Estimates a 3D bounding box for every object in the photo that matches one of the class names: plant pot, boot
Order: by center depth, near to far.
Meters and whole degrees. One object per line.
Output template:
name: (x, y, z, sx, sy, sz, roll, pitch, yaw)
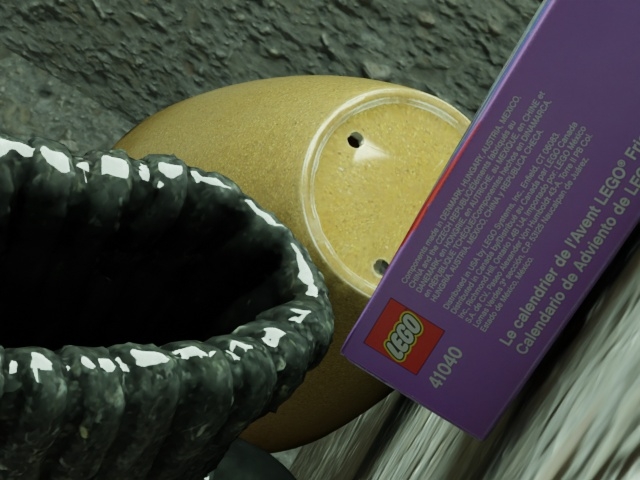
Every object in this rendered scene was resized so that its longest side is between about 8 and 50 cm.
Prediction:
boot: (-0.069, 0.080, 0.609, 0.348, 0.131, 0.260, -22, -38, -57)
plant pot: (0.000, 0.000, 1.028, 0.237, 0.237, 0.254, -58, 14, -20)

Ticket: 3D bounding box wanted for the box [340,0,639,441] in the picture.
box: (0.118, -0.100, 0.546, 0.293, 0.057, 0.201, -60, -3, 32)
